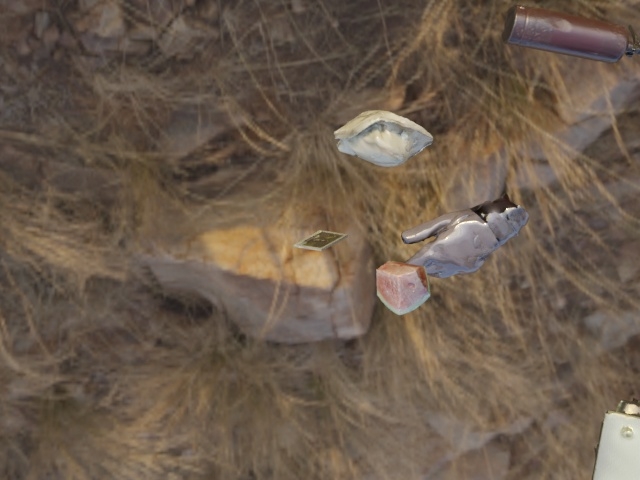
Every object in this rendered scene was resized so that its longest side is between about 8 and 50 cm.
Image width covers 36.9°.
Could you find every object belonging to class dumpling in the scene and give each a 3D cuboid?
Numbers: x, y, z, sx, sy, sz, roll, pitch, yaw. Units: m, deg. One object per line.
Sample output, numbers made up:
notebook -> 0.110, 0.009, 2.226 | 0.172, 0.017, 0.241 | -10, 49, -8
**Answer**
dumpling -> 0.116, -0.204, 1.879 | 0.199, 0.118, 0.136 | -8, 163, 21

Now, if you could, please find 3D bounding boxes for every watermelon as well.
watermelon -> 0.129, 0.075, 1.576 | 0.085, 0.092, 0.072 | -4, 158, 42

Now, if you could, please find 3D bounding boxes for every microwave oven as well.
microwave oven -> 0.659, 0.426, 1.707 | 0.333, 0.247, 0.394 | 12, 176, 22

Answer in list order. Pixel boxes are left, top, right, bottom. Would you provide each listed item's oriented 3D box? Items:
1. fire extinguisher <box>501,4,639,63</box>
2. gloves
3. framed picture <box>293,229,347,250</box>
fire extinguisher -> 0.461, -0.369, 1.712 | 0.268, 0.089, 0.072 | 9, 147, -8
gloves -> 0.265, -0.002, 1.862 | 0.286, 0.119, 0.142 | -32, 101, 19
framed picture -> 0.000, 0.000, 1.785 | 0.066, 0.089, 0.006 | 10, 113, 34
